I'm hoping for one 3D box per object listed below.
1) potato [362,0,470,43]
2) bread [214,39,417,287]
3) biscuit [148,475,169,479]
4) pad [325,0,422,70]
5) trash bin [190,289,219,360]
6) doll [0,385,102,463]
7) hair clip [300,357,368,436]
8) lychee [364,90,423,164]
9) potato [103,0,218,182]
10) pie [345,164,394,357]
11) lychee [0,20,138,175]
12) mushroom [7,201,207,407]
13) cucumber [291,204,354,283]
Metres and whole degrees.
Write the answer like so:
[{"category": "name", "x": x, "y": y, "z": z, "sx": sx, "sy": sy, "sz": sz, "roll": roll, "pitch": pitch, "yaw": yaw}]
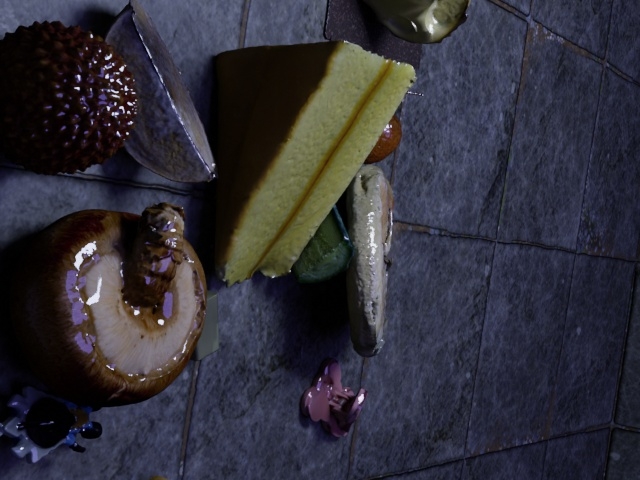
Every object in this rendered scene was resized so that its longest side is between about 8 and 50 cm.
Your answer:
[{"category": "potato", "x": 0.178, "y": -0.501, "z": 1.894, "sx": 0.242, "sy": 0.242, "sz": 0.285, "roll": -55, "pitch": 132, "yaw": -33}, {"category": "bread", "x": -0.020, "y": -0.101, "z": 1.676, "sx": 0.233, "sy": 0.244, "sz": 0.362, "roll": 3, "pitch": 91, "yaw": -57}, {"category": "biscuit", "x": -0.260, "y": 0.469, "z": 1.610, "sx": 0.184, "sy": 0.035, "sz": 0.249, "roll": 59, "pitch": 43, "yaw": -52}, {"category": "pad", "x": 0.110, "y": -0.437, "z": 1.989, "sx": 0.330, "sy": 0.004, "sz": 0.220, "roll": 6, "pitch": 92, "yaw": -56}, {"category": "trash bin", "x": -0.183, "y": 0.126, "z": 1.657, "sx": 0.061, "sy": 0.043, "sz": 0.092, "roll": -29, "pitch": 124, "yaw": -50}, {"category": "doll", "x": -0.346, "y": 0.231, "z": 1.416, "sx": 0.195, "sy": 0.070, "sz": 0.096, "roll": 7, "pitch": 76, "yaw": -63}, {"category": "hair clip", "x": 0.023, "y": 0.292, "z": 2.011, "sx": 0.123, "sy": 0.102, "sz": 0.138, "roll": -60, "pitch": 173, "yaw": -26}, {"category": "lychee", "x": 0.096, "y": -0.201, "z": 1.936, "sx": 0.114, "sy": 0.101, "sz": 0.140, "roll": 17, "pitch": 79, "yaw": -44}, {"category": "potato", "x": -0.234, "y": -0.190, "z": 1.490, "sx": 0.120, "sy": 0.100, "sz": 0.261, "roll": -99, "pitch": 165, "yaw": -69}, {"category": "pie", "x": 0.083, "y": 0.037, "z": 1.924, "sx": 0.337, "sy": 0.075, "sz": 0.338, "roll": 2, "pitch": 90, "yaw": -81}, {"category": "lychee", "x": -0.300, "y": -0.162, "z": 1.300, "sx": 0.188, "sy": 0.188, "sz": 0.188, "roll": -18, "pitch": 112, "yaw": -53}, {"category": "mushroom", "x": -0.265, "y": 0.073, "z": 1.423, "sx": 0.297, "sy": 0.163, "sz": 0.278, "roll": 20, "pitch": 89, "yaw": -56}, {"category": "cucumber", "x": 0.000, "y": 0.000, "z": 1.807, "sx": 0.062, "sy": 0.116, "sz": 0.115, "roll": 25, "pitch": 32, "yaw": -44}]
